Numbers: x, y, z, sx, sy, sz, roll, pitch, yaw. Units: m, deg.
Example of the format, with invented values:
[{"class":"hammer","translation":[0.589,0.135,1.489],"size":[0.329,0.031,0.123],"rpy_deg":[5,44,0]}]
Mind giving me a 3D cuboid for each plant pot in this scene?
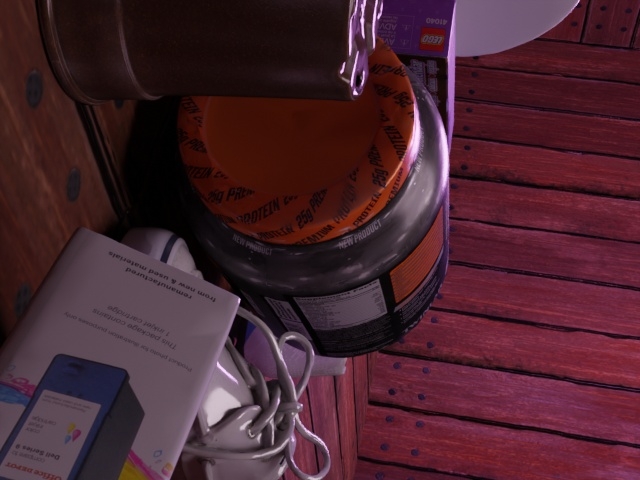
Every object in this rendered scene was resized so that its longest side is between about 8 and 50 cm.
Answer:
[{"class":"plant pot","translation":[-0.051,-0.151,0.584],"size":[0.167,0.165,0.167],"rpy_deg":[8,90,-82]}]

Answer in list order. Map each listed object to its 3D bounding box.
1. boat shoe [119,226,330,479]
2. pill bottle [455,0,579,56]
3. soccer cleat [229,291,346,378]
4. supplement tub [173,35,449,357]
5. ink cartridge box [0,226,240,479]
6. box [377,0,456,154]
[{"class":"boat shoe","translation":[-0.067,0.138,0.763],"size":[0.135,0.157,0.367],"rpy_deg":[-73,168,-45]},{"class":"pill bottle","translation":[0.131,-0.397,1.010],"size":[0.224,0.224,0.392],"rpy_deg":[79,3,-64]},{"class":"soccer cleat","translation":[0.000,0.000,1.104],"size":[0.116,0.143,0.331],"rpy_deg":[80,20,-63]},{"class":"supplement tub","translation":[0.002,-0.032,0.825],"size":[0.338,0.207,0.207],"rpy_deg":[70,30,-70]},{"class":"ink cartridge box","translation":[-0.126,0.125,0.461],"size":[0.212,0.093,0.154],"rpy_deg":[-69,-175,-49]},{"class":"box","translation":[0.023,-0.144,0.938],"size":[0.293,0.201,0.057],"rpy_deg":[60,37,-75]}]
